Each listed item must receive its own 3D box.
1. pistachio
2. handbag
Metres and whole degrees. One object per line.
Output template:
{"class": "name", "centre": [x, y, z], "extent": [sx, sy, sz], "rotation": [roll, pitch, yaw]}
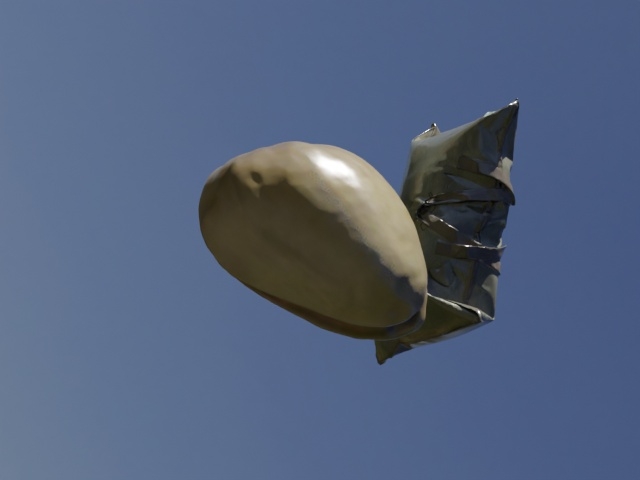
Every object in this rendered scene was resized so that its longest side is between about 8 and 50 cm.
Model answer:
{"class": "pistachio", "centre": [0.000, 0.000, 1.418], "extent": [0.185, 0.124, 0.124], "rotation": [41, -26, 20]}
{"class": "handbag", "centre": [0.132, -0.011, 2.032], "extent": [0.117, 0.270, 0.182], "rotation": [23, -20, -28]}
